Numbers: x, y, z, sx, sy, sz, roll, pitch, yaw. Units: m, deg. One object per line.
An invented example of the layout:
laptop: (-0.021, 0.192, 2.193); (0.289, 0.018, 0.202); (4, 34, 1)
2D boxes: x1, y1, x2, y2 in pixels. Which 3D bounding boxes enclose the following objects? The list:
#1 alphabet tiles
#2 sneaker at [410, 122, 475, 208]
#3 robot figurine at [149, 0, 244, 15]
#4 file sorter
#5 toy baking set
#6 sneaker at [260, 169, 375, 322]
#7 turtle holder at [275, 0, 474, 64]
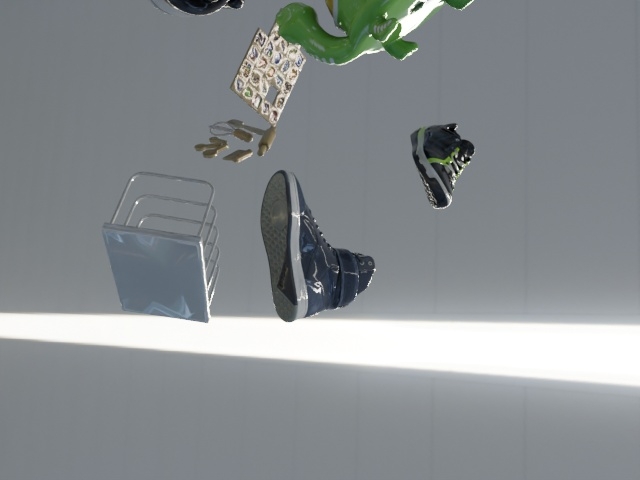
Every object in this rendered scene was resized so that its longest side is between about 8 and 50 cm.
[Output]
alphabet tiles: (-0.112, -0.418, 1.733); (0.009, 0.198, 0.237); (19, -99, 32)
sneaker: (0.206, -0.140, 1.199); (0.097, 0.084, 0.234); (-18, -148, 13)
robot figurine: (-0.283, -0.561, 1.549); (0.278, 0.174, 0.209); (28, -32, 58)
file sorter: (-0.317, 0.017, 1.535); (0.277, 0.193, 0.173); (96, 4, -50)
toy baking set: (-0.210, -0.267, 1.861); (0.197, 0.256, 0.030); (5, -57, 12)
sneaker: (-0.001, 0.001, 1.121); (0.086, 0.164, 0.226); (1, -82, 55)
turtle holder: (0.100, -0.444, 1.263); (0.320, 0.243, 0.227); (-41, -99, 39)
